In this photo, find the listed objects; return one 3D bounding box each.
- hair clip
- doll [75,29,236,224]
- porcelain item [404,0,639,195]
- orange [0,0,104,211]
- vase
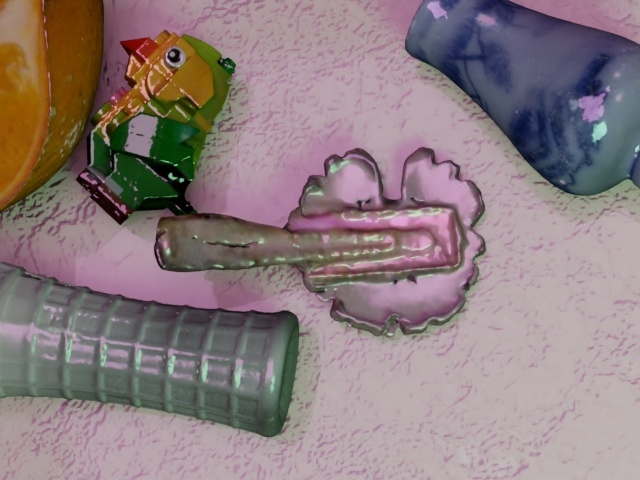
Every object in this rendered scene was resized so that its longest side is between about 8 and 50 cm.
[{"bbox_3d":[-0.004,0.001,1.708,0.300,0.069,0.173,-1,80,-16],"label":"hair clip"},{"bbox_3d":[-0.139,-0.093,1.742,0.134,0.106,0.186,14,82,-8],"label":"doll"},{"bbox_3d":[0.200,-0.135,1.694,0.259,0.141,0.141,36,87,21],"label":"porcelain item"},{"bbox_3d":[-0.312,-0.195,1.711,0.274,0.274,0.310,-25,116,3],"label":"orange"},{"bbox_3d":[-0.173,0.093,1.704,0.299,0.143,0.143,8,82,6],"label":"vase"}]
